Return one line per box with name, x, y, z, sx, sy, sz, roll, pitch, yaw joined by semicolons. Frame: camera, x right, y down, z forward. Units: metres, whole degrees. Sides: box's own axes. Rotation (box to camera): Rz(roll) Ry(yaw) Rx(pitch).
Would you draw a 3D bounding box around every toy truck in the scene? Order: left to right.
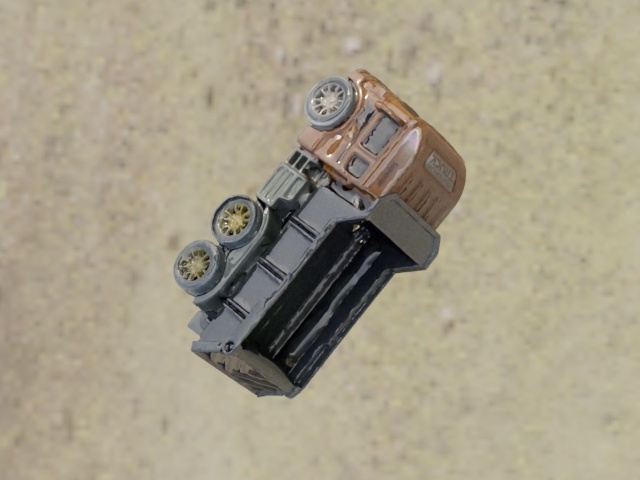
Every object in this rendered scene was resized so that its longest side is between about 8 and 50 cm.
toy truck;0.000;0.000;1.104;0.192;0.083;0.092;-51;50;-2
